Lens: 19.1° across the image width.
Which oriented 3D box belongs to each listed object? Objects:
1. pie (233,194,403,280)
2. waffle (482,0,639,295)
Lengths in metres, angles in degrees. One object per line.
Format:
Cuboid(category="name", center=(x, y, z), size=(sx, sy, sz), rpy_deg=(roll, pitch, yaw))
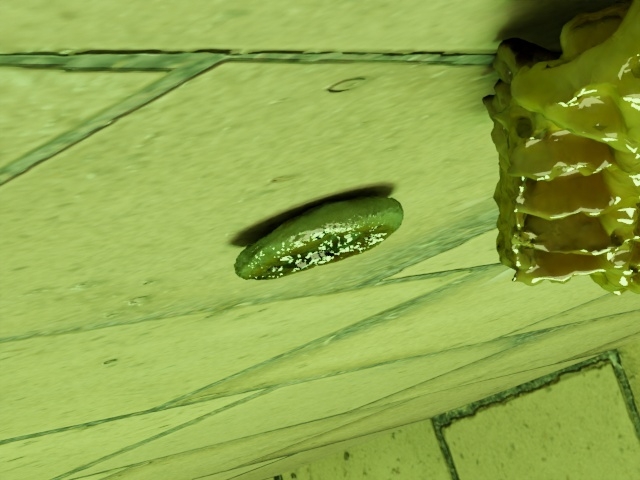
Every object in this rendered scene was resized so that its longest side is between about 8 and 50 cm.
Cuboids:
Cuboid(category="pie", center=(-0.001, 0.000, 0.866), size=(0.084, 0.021, 0.084), rpy_deg=(-19, 171, -3))
Cuboid(category="waffle", center=(0.179, -0.019, 0.691), size=(0.307, 0.060, 0.312), rpy_deg=(14, 164, -26))
